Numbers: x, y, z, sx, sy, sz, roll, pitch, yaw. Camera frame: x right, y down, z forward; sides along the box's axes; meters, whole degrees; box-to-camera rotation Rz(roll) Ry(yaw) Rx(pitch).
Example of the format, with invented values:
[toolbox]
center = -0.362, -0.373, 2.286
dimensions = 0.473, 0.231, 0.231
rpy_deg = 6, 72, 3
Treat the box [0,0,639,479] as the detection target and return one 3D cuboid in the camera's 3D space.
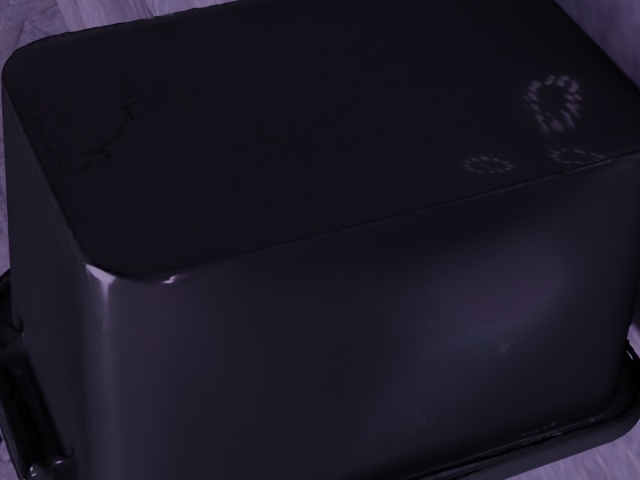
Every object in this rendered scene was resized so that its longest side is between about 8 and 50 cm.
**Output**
[box]
center = 0.000, 0.000, 0.491
dimensions = 0.135, 0.243, 0.163
rpy_deg = 94, 155, -43
